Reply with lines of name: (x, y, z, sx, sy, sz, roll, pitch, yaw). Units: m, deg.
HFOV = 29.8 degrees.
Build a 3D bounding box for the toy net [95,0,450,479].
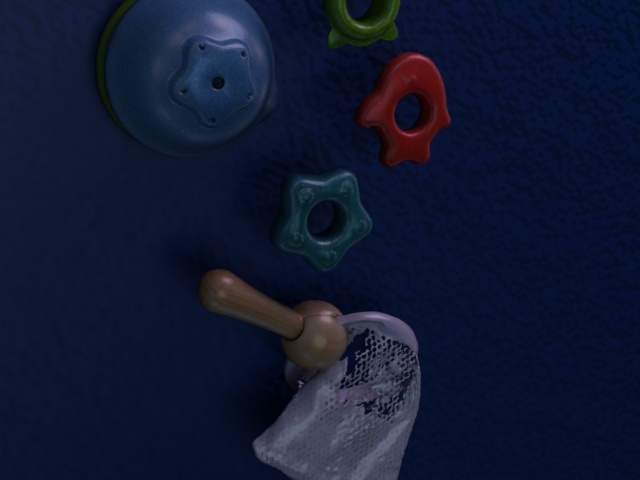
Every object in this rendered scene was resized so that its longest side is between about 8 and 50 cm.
toy net: (0.000, 0.000, 0.487, 0.122, 0.045, 0.232, -24, 114, -18)
